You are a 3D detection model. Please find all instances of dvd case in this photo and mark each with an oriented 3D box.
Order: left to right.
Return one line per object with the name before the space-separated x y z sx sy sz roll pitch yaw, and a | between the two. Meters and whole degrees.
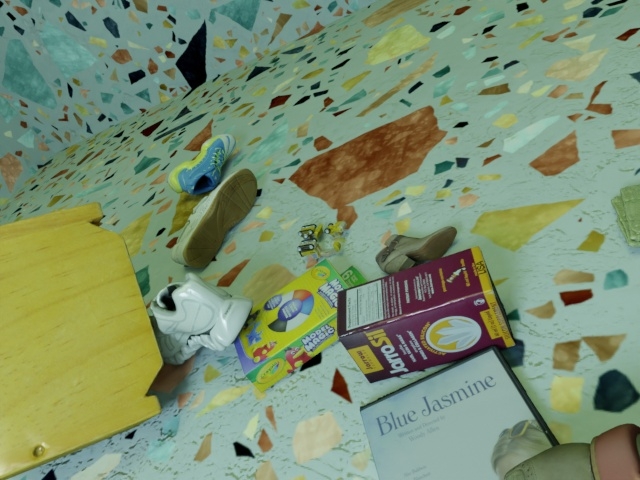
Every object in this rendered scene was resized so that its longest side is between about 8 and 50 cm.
dvd case | 0.149 0.232 0.499 0.180 0.022 0.253 -28 33 7

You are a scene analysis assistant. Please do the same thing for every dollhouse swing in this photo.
dollhouse swing | -0.446 0.182 0.851 0.315 0.346 0.305 -18 -15 -20

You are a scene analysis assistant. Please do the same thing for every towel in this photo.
towel | 0.441 -0.039 0.610 0.148 0.027 0.110 -14 36 28

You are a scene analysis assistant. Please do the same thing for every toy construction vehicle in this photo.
toy construction vehicle | 0.000 0.000 0.925 0.098 0.035 0.086 -11 28 26

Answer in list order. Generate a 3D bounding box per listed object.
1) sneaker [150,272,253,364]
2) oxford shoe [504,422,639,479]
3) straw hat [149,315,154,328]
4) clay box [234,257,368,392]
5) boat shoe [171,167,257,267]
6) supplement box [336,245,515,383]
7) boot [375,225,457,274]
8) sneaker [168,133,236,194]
sneaker | -0.222 0.122 0.815 0.292 0.118 0.110 -30 30 48
oxford shoe | 0.197 0.299 0.302 0.130 0.123 0.348 -34 33 35
straw hat | -0.346 0.190 0.915 0.145 0.144 0.061 -27 72 8
clay box | -0.025 0.114 0.770 0.222 0.053 0.127 -35 33 -3
boat shoe | -0.244 -0.059 1.139 0.096 0.098 0.277 1 46 39
supplement box | 0.125 0.095 0.624 0.188 0.104 0.080 -21 35 18
boot | 0.141 0.009 0.783 0.118 0.042 0.087 -39 31 -11
sneaker | -0.299 -0.200 1.405 0.126 0.091 0.240 29 64 33
